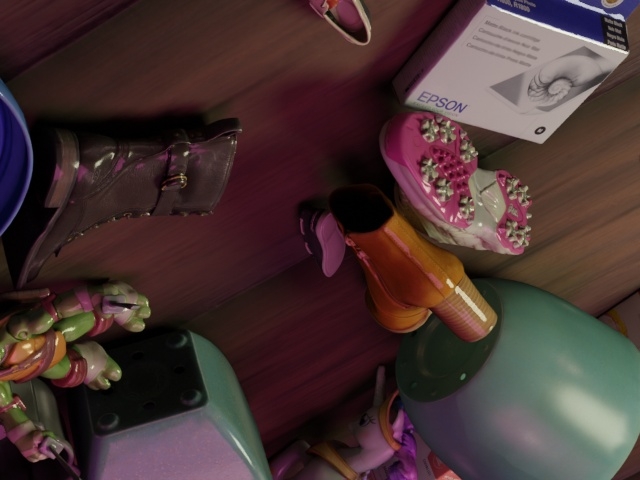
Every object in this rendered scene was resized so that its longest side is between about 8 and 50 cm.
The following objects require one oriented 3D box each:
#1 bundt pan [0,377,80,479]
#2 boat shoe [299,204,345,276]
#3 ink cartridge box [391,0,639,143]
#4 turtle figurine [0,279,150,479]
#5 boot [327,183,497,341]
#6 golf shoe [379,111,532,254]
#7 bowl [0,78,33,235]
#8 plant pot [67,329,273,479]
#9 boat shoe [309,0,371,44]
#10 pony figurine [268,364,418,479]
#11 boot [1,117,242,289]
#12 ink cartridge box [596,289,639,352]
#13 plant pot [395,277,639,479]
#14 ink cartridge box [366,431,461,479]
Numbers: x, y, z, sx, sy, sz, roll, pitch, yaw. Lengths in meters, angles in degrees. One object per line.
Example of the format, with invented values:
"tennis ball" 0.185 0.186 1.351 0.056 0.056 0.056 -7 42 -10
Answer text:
"bundt pan" -0.458 0.237 1.873 0.331 0.124 0.331 -6 144 -4
"boat shoe" 0.000 0.000 1.874 0.046 0.038 0.125 -56 156 -20
"ink cartridge box" 0.227 -0.211 1.701 0.223 0.045 0.224 10 134 -34
"turtle figurine" -0.266 0.145 1.727 0.274 0.198 0.266 -1 -174 21
"boot" 0.079 0.014 1.844 0.104 0.295 0.211 -47 110 -11
"golf shoe" 0.129 -0.056 1.784 0.140 0.115 0.306 -3 157 32
"bowl" -0.482 -0.081 1.514 0.391 0.077 0.391 -13 144 -10
"plant pot" -0.196 0.260 1.960 0.247 0.248 0.252 -15 131 -6
"boat shoe" 0.011 -0.246 1.558 0.049 0.043 0.137 -29 142 15
"pony figurine" 0.037 0.396 2.161 0.363 0.351 0.303 -32 157 23
"boot" -0.215 -0.037 1.689 0.229 0.091 0.263 -2 146 -32
"ink cartridge box" 0.458 0.157 2.207 0.231 0.134 0.078 -38 140 22
"plant pot" 0.241 0.184 2.031 0.293 0.293 0.235 -38 124 23
"ink cartridge box" 0.129 0.347 2.313 0.198 0.115 0.067 -41 140 25
